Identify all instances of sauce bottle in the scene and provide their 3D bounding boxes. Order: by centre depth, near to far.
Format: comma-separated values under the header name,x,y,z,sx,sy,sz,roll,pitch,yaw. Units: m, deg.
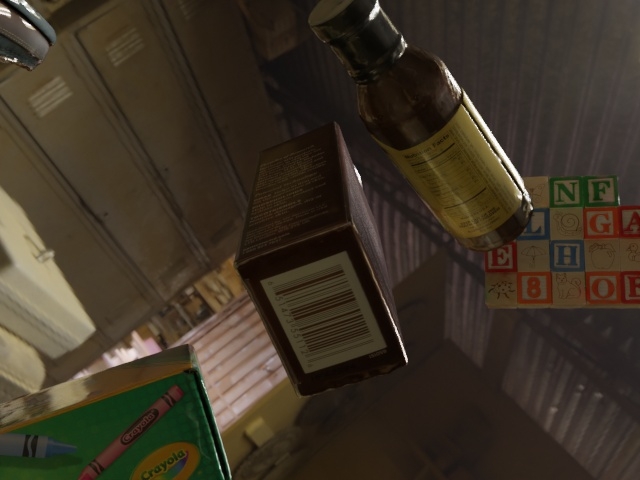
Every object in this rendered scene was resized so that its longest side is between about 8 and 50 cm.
name,x,y,z,sx,sy,sz,roll,pitch,yaw
sauce bottle,0.115,-0.129,0.744,0.344,0.111,0.111,48,-9,-31

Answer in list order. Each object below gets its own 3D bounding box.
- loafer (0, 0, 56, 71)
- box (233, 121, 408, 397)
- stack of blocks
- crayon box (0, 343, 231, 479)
name,x,y,z,sx,sy,sz,roll,pitch,yaw
loafer,-0.271,-0.154,0.420,0.096,0.084,0.267,21,-3,12
box,0.000,0.000,0.874,0.381,0.143,0.191,-88,157,-65
stack of blocks,0.373,0.004,0.910,0.087,0.297,0.171,31,60,-72
crayon box,-0.208,0.157,0.458,0.165,0.278,0.081,165,-92,-77
